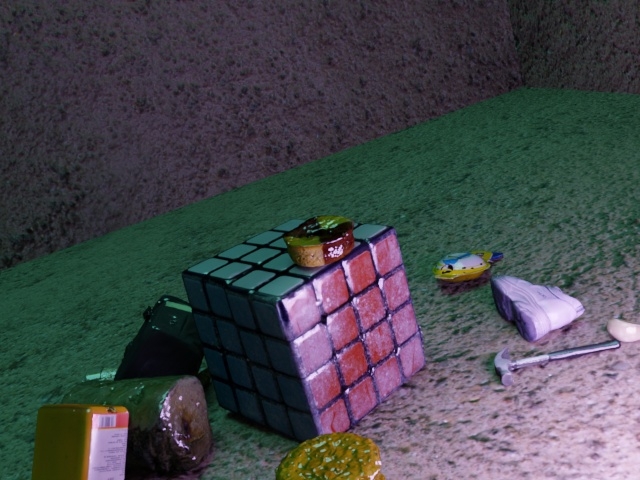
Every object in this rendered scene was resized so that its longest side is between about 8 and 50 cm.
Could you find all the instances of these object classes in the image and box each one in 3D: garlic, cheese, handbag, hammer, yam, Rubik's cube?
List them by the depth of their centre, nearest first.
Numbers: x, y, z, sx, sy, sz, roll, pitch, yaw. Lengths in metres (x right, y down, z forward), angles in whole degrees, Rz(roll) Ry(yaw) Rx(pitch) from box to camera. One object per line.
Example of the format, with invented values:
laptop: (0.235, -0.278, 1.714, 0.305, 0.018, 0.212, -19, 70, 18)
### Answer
garlic: (0.609, 0.177, 1.459, 0.083, 0.041, 0.053, 1, 10, 22)
hammer: (0.466, 0.226, 1.460, 0.246, 0.029, 0.103, -14, 19, 4)
yam: (-0.366, 0.371, 1.499, 0.300, 0.195, 0.195, -7, 20, 27)
Rubik's cube: (-0.031, 0.172, 1.541, 0.343, 0.345, 0.337, -28, 23, -38)
handbag: (-0.361, 0.267, 1.714, 0.254, 0.181, 0.181, -57, 12, 22)
cheese: (0.388, 0.061, 1.942, 0.156, 0.064, 0.250, 3, 14, 42)

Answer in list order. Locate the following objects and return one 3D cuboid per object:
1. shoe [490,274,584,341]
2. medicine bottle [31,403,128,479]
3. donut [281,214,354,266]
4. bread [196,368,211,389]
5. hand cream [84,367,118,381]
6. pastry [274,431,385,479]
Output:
shoe: (0.471, 0.131, 1.635, 0.137, 0.095, 0.245, -15, 22, -6)
medicine bottle: (-0.443, 0.415, 1.353, 0.149, 0.222, 0.112, -5, -13, 29)
donut: (0.000, 0.000, 1.390, 0.140, 0.059, 0.140, -11, 22, 5)
bread: (-0.287, 0.341, 1.752, 0.049, 0.033, 0.088, -46, 5, 25)
hand cream: (-0.484, 0.345, 1.849, 0.203, 0.084, 0.084, -12, 18, 0)
pastry: (0.019, 0.402, 1.208, 0.188, 0.103, 0.189, -14, 19, 5)
